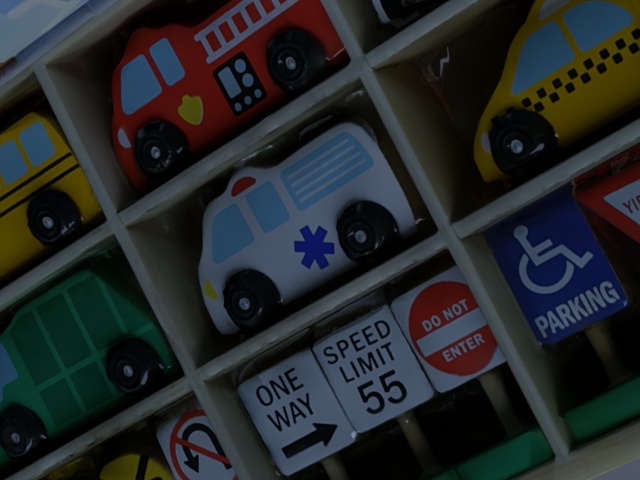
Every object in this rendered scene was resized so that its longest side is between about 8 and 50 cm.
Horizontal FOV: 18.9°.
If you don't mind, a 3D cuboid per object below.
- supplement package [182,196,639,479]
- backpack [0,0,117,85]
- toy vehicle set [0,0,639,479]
[{"bbox_3d":[0.073,0.081,0.592,0.175,0.293,0.177,-23,150,-57],"label":"supplement package"},{"bbox_3d":[-0.113,-0.167,0.416,0.276,0.213,0.263,-37,120,19],"label":"backpack"},{"bbox_3d":[0.000,0.000,0.491,0.267,0.166,0.035,-31,175,30],"label":"toy vehicle set"}]
